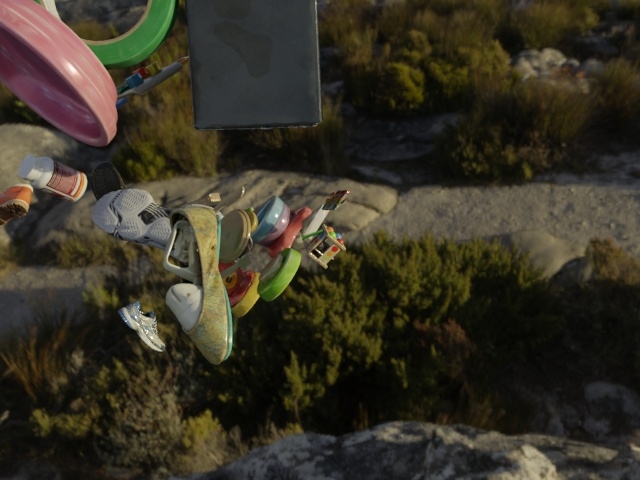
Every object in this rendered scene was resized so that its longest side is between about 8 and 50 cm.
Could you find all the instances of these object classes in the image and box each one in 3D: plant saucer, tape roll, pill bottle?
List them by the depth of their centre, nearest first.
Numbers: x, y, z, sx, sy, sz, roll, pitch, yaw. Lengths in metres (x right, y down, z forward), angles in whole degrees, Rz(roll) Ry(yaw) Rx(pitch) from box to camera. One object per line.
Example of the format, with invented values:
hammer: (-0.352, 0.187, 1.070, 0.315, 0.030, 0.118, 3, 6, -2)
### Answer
plant saucer: (-0.483, -0.307, 1.197, 0.332, 0.332, 0.084, 21, 66, 38)
tape roll: (-0.465, -0.528, 1.442, 0.321, 0.321, 0.077, -14, 6, 1)
pill bottle: (-0.680, -0.160, 1.732, 0.086, 0.152, 0.086, -13, 65, 31)

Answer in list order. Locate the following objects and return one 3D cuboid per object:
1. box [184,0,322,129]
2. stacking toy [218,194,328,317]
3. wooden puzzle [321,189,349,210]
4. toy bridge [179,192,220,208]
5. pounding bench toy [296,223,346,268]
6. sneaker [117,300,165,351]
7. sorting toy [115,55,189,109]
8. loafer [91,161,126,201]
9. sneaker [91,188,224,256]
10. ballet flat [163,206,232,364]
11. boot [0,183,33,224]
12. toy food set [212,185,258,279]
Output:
box: (-0.144, -0.514, 1.660, 0.298, 0.479, 0.472, -3, 10, -1)
stacking toy: (-0.138, 0.011, 1.591, 0.309, 0.130, 0.279, -61, 18, -22)
wooden puzzle: (0.029, -0.079, 1.335, 0.049, 0.006, 0.083, -51, 23, -18)
toy bridge: (-0.366, -0.094, 1.947, 0.188, 0.026, 0.063, -20, -5, 42)
pounding bench toy: (0.000, 0.000, 1.351, 0.065, 0.083, 0.052, -45, 26, 12)
sneaker: (-0.374, 0.186, 1.476, 0.058, 0.135, 0.052, -42, 28, -12)
sorting toy: (-0.502, -0.447, 1.887, 0.196, 0.047, 0.347, 0, 36, 42)
loafer: (-0.545, -0.101, 1.815, 0.080, 0.220, 0.078, -19, 0, -3)
sneaker: (-0.387, -0.008, 1.719, 0.366, 0.210, 0.137, 10, 61, 16)
ballet flat: (-0.248, 0.078, 1.328, 0.123, 0.123, 0.348, -12, 57, 3)
boot: (-0.760, -0.088, 1.638, 0.158, 0.059, 0.084, -13, 50, 17)
toy food set: (-0.183, -0.009, 1.479, 0.132, 0.039, 0.192, -31, 54, 35)
